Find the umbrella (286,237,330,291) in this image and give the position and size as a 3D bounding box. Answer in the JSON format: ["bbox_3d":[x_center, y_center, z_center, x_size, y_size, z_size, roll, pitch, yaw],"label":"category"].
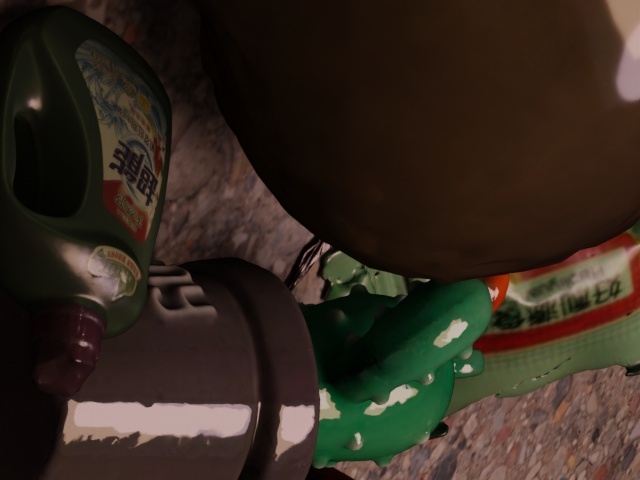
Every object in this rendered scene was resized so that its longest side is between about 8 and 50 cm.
[{"bbox_3d":[0.002,0.001,1.387,0.022,0.013,0.122,35,84,-45],"label":"umbrella"}]

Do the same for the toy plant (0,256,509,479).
[{"bbox_3d":[-0.039,0.096,1.187,0.400,0.185,0.279,4,138,-41],"label":"toy plant"}]

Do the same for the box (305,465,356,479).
[{"bbox_3d":[-0.016,0.243,1.329,0.070,0.237,0.152,-29,134,-45],"label":"box"}]

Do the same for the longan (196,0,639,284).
[{"bbox_3d":[0.114,-0.191,1.062,0.404,0.404,0.436,-40,134,-30],"label":"longan"}]

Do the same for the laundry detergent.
[{"bbox_3d":[-0.148,-0.019,1.008,0.144,0.078,0.222,45,39,-43],"label":"laundry detergent"}]

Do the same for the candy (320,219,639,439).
[{"bbox_3d":[0.180,0.018,1.551,0.398,0.172,0.263,-26,125,-15],"label":"candy"}]
